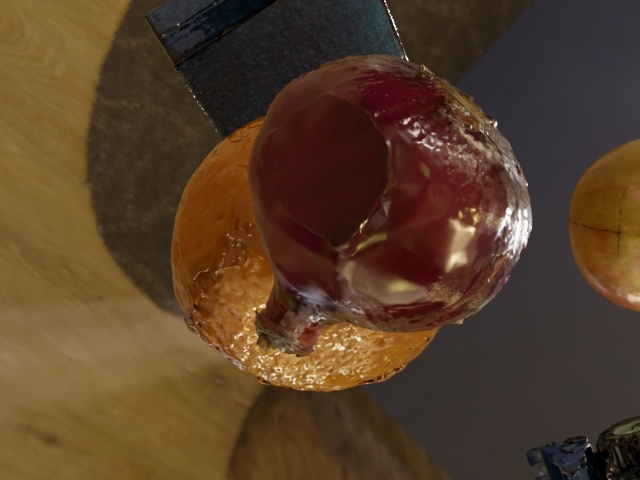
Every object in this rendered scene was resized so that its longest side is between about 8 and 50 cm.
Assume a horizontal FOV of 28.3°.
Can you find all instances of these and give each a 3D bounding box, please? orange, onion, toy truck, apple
[{"bbox_3d":[0.000,0.000,1.458,0.341,0.293,0.340,4,138,3],"label":"orange"},{"bbox_3d":[0.016,-0.011,0.805,0.218,0.195,0.140,-47,142,19],"label":"onion"},{"bbox_3d":[0.264,0.200,0.977,0.208,0.113,0.126,-20,-178,25],"label":"toy truck"},{"bbox_3d":[0.519,-0.023,1.978,0.286,0.233,0.286,-5,97,-45],"label":"apple"}]

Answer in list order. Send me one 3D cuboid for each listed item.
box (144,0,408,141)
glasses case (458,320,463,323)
[{"bbox_3d":[-0.049,-0.263,1.678,0.279,0.116,0.261,-31,146,0],"label":"box"},{"bbox_3d":[0.212,0.037,1.919,0.041,0.065,0.169,11,102,-60],"label":"glasses case"}]
